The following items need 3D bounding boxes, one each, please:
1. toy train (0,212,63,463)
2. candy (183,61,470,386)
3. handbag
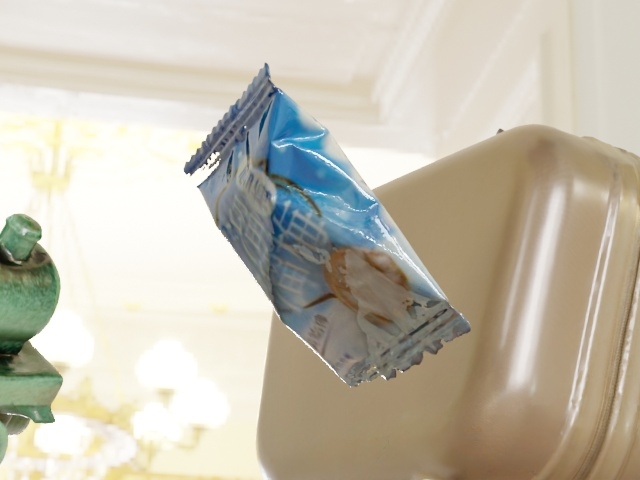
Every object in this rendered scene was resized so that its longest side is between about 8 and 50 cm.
[{"bbox_3d":[-0.177,0.039,0.571,0.200,0.083,0.132,4,-60,-55],"label":"toy train"},{"bbox_3d":[-0.001,0.000,0.644,0.038,0.136,0.088,-33,-7,-42],"label":"candy"},{"bbox_3d":[0.080,0.095,0.892,0.149,0.283,0.302,23,-24,-26],"label":"handbag"}]
